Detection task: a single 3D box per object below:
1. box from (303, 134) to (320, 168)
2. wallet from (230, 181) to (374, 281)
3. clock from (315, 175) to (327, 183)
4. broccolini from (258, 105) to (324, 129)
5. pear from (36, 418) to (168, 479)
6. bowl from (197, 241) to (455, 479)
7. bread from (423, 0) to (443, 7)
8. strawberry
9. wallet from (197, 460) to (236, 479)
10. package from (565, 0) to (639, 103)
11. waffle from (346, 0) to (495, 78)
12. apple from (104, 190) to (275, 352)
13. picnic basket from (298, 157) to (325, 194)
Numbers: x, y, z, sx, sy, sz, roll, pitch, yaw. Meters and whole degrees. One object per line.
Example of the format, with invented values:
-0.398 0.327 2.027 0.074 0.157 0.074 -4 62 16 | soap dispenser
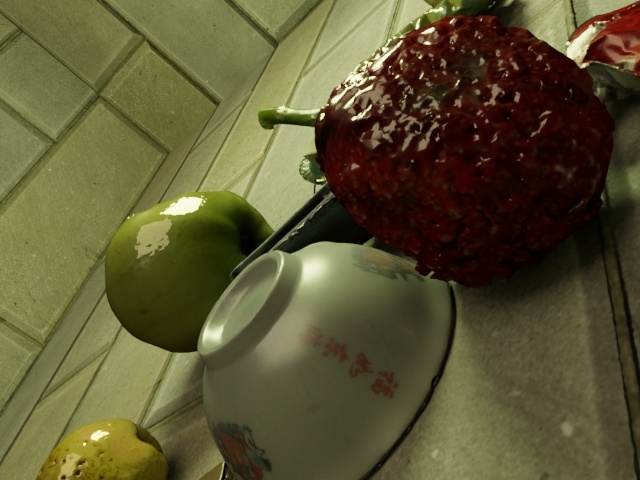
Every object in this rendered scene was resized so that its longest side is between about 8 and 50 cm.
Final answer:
0.076 -0.110 0.975 0.058 0.141 0.201 -60 20 -12 | box
-0.001 -0.002 0.920 0.222 0.167 0.036 -41 65 5 | wallet
0.087 -0.170 1.163 0.232 0.069 0.170 -38 23 30 | clock
0.042 -0.168 1.085 0.078 0.074 0.392 -12 17 -39 | broccolini
-0.292 0.330 0.963 0.178 0.178 0.178 -42 21 20 | pear
-0.032 0.112 0.782 0.345 0.157 0.346 -42 21 20 | bowl
0.289 -0.584 1.349 0.305 0.158 0.306 -42 22 22 | bread
0.113 -0.080 0.666 0.220 0.274 0.274 -11 -3 -33 | strawberry
-0.162 0.336 0.830 0.152 0.038 0.118 -40 20 22 | wallet
0.331 -0.216 0.731 0.194 0.071 0.270 -6 41 43 | package
0.176 -0.346 1.204 0.309 0.056 0.292 -32 5 32 | waffle
-0.204 0.048 1.126 0.279 0.279 0.279 -42 21 20 | apple
0.003 -0.129 1.296 0.083 0.083 0.065 80 -149 -54 | picnic basket
